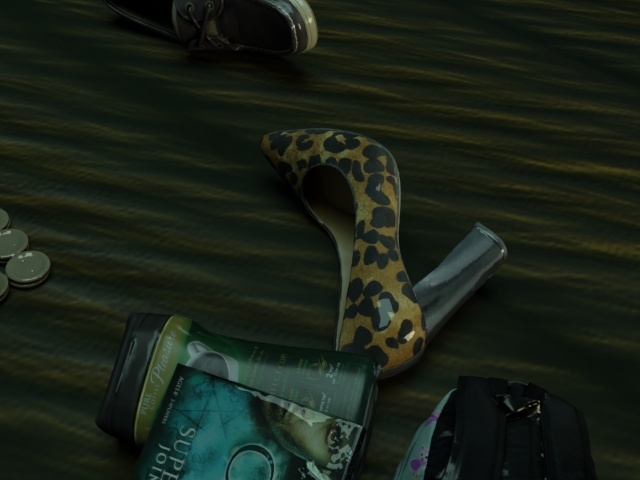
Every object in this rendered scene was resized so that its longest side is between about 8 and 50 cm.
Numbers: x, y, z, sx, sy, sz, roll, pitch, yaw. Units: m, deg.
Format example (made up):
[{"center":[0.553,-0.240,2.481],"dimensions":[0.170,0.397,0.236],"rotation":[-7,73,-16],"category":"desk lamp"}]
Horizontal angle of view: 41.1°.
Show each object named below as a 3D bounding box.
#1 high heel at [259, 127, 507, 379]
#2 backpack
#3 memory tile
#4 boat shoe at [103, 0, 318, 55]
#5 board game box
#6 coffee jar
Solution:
[{"center":[0.000,0.000,0.711],"dimensions":[0.261,0.093,0.186],"rotation":[33,55,27],"category":"high heel"},{"center":[0.098,0.173,0.508],"dimensions":[0.151,0.115,0.182],"rotation":[21,49,-9],"category":"backpack"},{"center":[-0.312,0.011,0.734],"dimensions":[0.113,0.012,0.148],"rotation":[-30,53,-30],"category":"memory tile"},{"center":[-0.133,-0.258,0.971],"dimensions":[0.285,0.103,0.092],"rotation":[26,53,28],"category":"boat shoe"},{"center":[-0.061,0.179,0.502],"dimensions":[0.126,0.026,0.186],"rotation":[15,72,14],"category":"board game box"},{"center":[-0.056,0.110,0.587],"dimensions":[0.184,0.079,0.096],"rotation":[12,71,9],"category":"coffee jar"}]
